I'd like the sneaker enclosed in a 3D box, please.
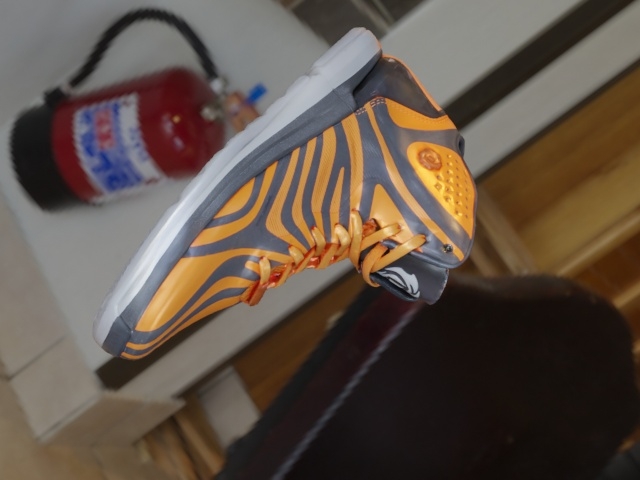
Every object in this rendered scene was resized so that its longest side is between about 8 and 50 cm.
[{"bbox_3d":[0.000,0.000,0.935,0.180,0.321,0.124,44,-27,-1],"label":"sneaker"}]
